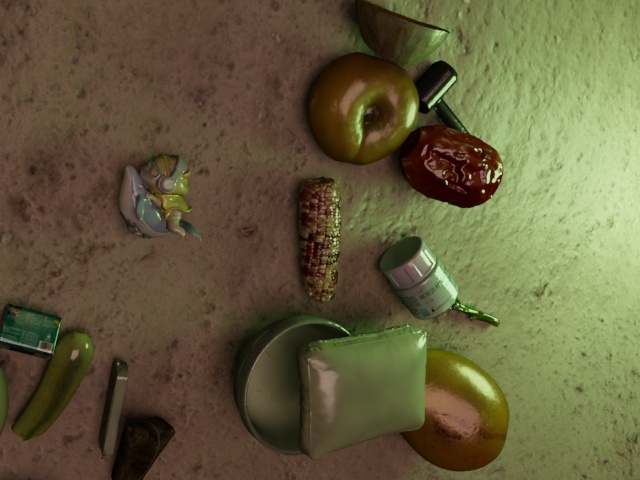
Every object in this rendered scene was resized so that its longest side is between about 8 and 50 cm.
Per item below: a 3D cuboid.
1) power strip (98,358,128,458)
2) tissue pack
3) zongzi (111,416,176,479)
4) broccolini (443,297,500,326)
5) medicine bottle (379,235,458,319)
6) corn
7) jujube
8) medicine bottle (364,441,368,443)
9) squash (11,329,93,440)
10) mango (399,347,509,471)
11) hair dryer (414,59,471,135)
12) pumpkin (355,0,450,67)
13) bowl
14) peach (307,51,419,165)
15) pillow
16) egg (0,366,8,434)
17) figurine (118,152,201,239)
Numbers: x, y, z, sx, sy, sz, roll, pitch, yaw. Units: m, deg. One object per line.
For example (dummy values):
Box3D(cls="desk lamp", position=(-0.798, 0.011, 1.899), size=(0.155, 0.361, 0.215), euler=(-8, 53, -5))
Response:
Box3D(cls="power strip", position=(-0.444, 0.364, 1.767), size=(0.029, 0.080, 0.226), euler=(9, 99, -23))
Box3D(cls="tissue pack", position=(-0.595, 0.187, 1.671), size=(0.111, 0.079, 0.085), euler=(19, 63, -25))
Box3D(cls="zongzi", position=(-0.413, 0.465, 1.757), size=(0.084, 0.184, 0.187), euler=(32, 91, 18))
Box3D(cls="broccolini", position=(0.375, 0.174, 2.071), size=(0.216, 0.067, 0.058), euler=(20, 132, -25))
Box3D(cls="medicine bottle", position=(0.232, 0.089, 1.952), size=(0.135, 0.135, 0.168), euler=(-42, 111, -9))
Box3D(cls="corn", position=(0.000, 0.000, 1.858), size=(0.098, 0.098, 0.289), euler=(-8, 108, -21))
Box3D(cls="jujube", position=(0.301, -0.170, 1.899), size=(0.251, 0.174, 0.174), euler=(22, 93, -27))
Box3D(cls="medicine bottle", position=(0.106, 0.454, 2.032), size=(0.047, 0.047, 0.083), euler=(10, 98, -24))
Box3D(cls="squash", position=(-0.549, 0.299, 1.713), size=(0.083, 0.083, 0.250), euler=(29, 94, -25))
Box3D(cls="mango", position=(0.293, 0.402, 2.006), size=(0.378, 0.221, 0.263), euler=(33, 92, -17))
Box3D(cls="hair dryer", position=(0.313, -0.299, 1.933), size=(0.114, 0.070, 0.248), euler=(-49, 119, -5))
Box3D(cls="pumpkin", position=(0.160, -0.440, 1.767), size=(0.218, 0.217, 0.110), euler=(6, 117, -23))
Box3D(cls="bowl", position=(-0.067, 0.308, 1.847), size=(0.307, 0.163, 0.307), euler=(-8, 105, -33))
Box3D(cls="peach", position=(0.092, -0.284, 1.804), size=(0.251, 0.153, 0.251), euler=(-7, 119, -12))
Box3D(cls="pillow", position=(0.095, 0.321, 1.789), size=(0.322, 0.120, 0.255), euler=(-6, 102, -33))
Box3D(cls="egg", position=(-0.708, 0.310, 1.569), size=(0.219, 0.219, 0.269), euler=(4, 101, -23))
Box3D(cls="figurine", position=(-0.325, -0.082, 1.691), size=(0.183, 0.128, 0.208), euler=(-51, 123, -7))
